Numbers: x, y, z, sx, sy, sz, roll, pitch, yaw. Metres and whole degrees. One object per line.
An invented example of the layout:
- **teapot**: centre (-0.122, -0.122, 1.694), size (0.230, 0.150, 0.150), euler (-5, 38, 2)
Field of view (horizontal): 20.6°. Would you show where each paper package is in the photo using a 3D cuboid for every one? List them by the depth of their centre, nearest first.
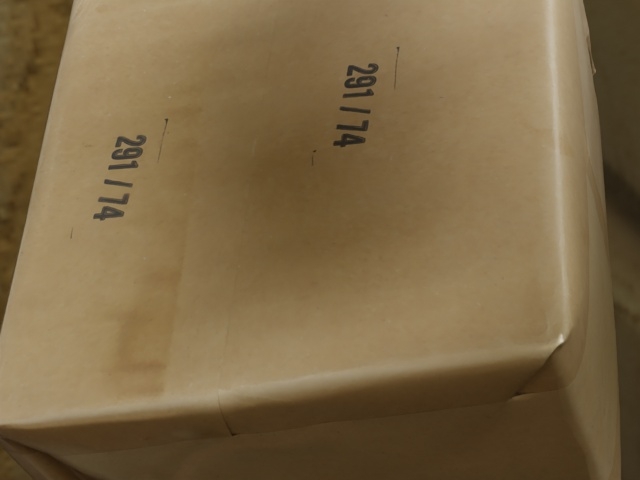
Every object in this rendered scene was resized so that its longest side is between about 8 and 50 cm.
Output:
- **paper package**: centre (0.000, 0.000, 0.965), size (0.168, 0.309, 0.325), euler (67, 20, -47)
